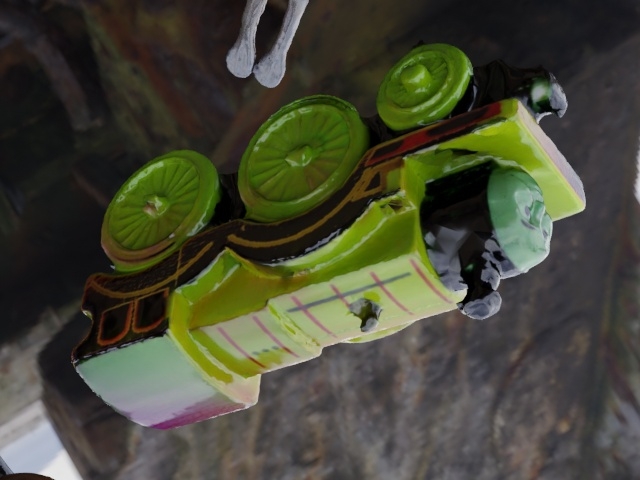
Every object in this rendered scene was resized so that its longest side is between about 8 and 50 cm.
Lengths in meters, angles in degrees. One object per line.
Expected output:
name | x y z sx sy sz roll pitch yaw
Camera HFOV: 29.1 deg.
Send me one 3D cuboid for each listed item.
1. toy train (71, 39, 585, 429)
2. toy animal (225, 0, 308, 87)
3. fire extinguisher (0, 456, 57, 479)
toy train | 0.000 0.000 0.676 0.296 0.100 0.160 -21 -133 26
toy animal | -0.007 -0.322 1.024 0.302 0.225 0.284 109 0 -67
fire extinguisher | -0.244 0.247 0.960 0.113 0.200 0.376 -12 -163 -6
